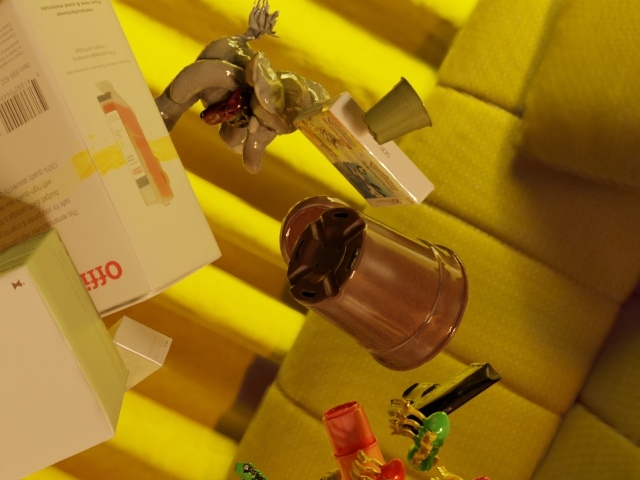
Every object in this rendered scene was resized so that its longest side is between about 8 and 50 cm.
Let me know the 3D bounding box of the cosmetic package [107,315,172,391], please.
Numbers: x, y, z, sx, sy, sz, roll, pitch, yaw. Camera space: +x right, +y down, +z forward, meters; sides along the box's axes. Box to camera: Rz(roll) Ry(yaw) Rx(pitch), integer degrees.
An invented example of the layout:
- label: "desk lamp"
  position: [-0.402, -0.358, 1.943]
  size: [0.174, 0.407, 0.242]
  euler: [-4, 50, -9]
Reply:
- label: "cosmetic package"
  position: [-0.358, 0.211, 1.744]
  size: [0.239, 0.098, 0.061]
  euler: [-35, 33, 53]

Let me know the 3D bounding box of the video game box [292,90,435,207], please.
- label: "video game box"
  position: [0.064, -0.137, 1.535]
  size: [0.048, 0.205, 0.187]
  euler: [-49, 14, -15]

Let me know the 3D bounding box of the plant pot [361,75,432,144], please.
- label: "plant pot"
  position: [0.103, -0.176, 1.374]
  size: [0.079, 0.083, 0.083]
  euler: [-33, 6, 1]

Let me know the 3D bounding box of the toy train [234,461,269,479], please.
- label: "toy train"
  position: [-0.085, 0.290, 1.193]
  size: [0.083, 0.023, 0.017]
  euler: [65, -151, -57]

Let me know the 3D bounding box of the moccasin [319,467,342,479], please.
- label: "moccasin"
  position: [0.064, 0.542, 1.648]
  size: [0.139, 0.146, 0.380]
  euler: [-85, -11, -66]

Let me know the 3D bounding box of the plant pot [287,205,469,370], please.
- label: "plant pot"
  position: [0.059, 0.049, 1.149]
  size: [0.167, 0.165, 0.167]
  euler: [-29, 46, 36]

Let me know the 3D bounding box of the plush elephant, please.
- label: "plush elephant"
  position: [-0.121, -0.250, 1.798]
  size: [0.330, 0.271, 0.255]
  euler: [-54, 51, 18]

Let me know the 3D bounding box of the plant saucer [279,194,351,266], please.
- label: "plant saucer"
  position: [0.000, 0.000, 1.811]
  size: [0.169, 0.168, 0.029]
  euler: [-62, -10, 8]

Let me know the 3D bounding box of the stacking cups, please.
- label: "stacking cups"
  position: [0.082, 0.398, 1.455]
  size: [0.096, 0.316, 0.096]
  euler: [-20, -3, -1]

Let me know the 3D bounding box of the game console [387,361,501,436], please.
- label: "game console"
  position: [0.225, 0.322, 1.986]
  size: [0.213, 0.044, 0.361]
  euler: [-31, -2, -11]

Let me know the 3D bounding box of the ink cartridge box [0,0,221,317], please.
- label: "ink cartridge box"
  position: [-0.339, -0.090, 1.257]
  size: [0.279, 0.385, 0.160]
  euler: [-20, 5, 35]

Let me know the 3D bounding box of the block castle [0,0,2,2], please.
- label: "block castle"
  position: [-0.641, -0.235, 1.816]
  size: [0.453, 0.303, 0.213]
  euler: [-43, -3, 19]

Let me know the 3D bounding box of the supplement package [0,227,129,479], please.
- label: "supplement package"
  position: [-0.313, 0.118, 1.016]
  size: [0.149, 0.194, 0.203]
  euler: [-25, 13, -2]

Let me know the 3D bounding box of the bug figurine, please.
- label: "bug figurine"
  position: [0.136, 0.343, 1.234]
  size: [0.216, 0.072, 0.279]
  euler: [-68, 29, 23]
